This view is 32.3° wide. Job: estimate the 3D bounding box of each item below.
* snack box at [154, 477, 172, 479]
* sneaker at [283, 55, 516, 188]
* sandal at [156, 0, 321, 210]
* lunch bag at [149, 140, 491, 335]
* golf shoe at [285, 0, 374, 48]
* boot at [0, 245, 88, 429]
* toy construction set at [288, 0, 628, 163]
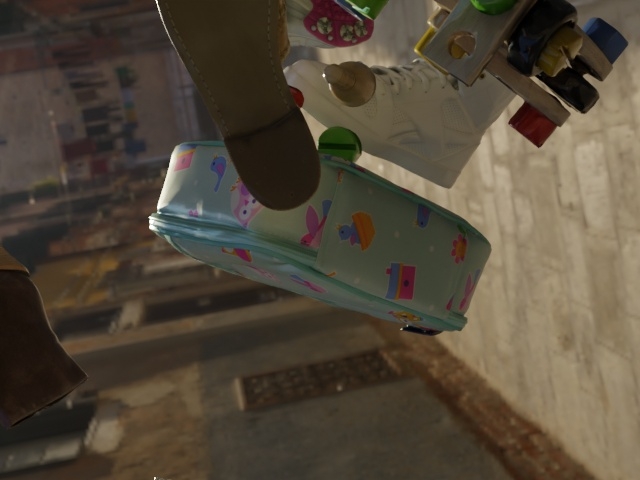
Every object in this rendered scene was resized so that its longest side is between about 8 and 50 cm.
[{"bbox_3d":[-0.166,0.316,1.212,0.178,0.022,0.064,89,-170,-62],"label":"snack box"},{"bbox_3d":[0.092,-0.170,1.153,0.292,0.169,0.108,17,-154,-49],"label":"sneaker"},{"bbox_3d":[-0.061,-0.139,0.812,0.079,0.088,0.240,-118,10,-82],"label":"sandal"},{"bbox_3d":[0.000,0.000,0.996,0.224,0.279,0.108,6,77,51],"label":"lunch bag"},{"bbox_3d":[-0.062,-0.349,1.700,0.140,0.306,0.115,-9,81,56],"label":"golf shoe"},{"bbox_3d":[-0.357,0.095,1.086,0.207,0.090,0.248,55,-149,7],"label":"boot"},{"bbox_3d":[0.072,-0.174,0.850,0.257,0.309,0.237,63,-165,6],"label":"toy construction set"}]
